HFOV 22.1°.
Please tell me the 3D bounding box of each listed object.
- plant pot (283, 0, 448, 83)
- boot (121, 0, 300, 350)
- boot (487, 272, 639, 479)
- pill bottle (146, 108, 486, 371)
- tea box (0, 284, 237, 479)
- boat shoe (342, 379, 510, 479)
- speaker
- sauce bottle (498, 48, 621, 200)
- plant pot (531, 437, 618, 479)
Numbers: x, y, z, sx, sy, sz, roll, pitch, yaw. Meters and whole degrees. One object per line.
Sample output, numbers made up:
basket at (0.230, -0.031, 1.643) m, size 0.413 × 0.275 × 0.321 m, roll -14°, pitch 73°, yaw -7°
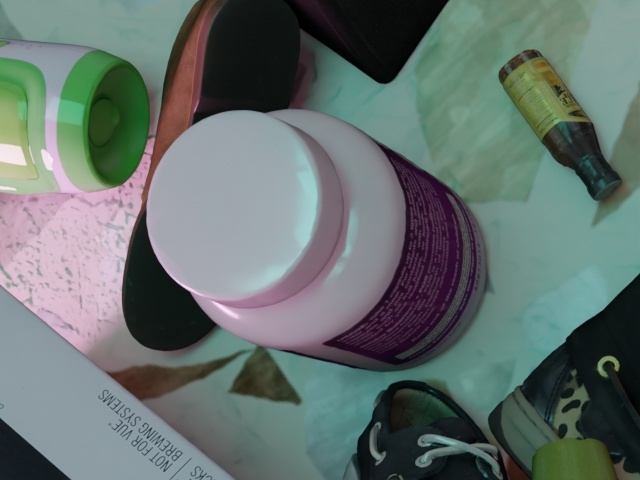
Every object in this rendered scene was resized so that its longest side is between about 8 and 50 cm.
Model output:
plant pot at (0.011, -0.265, 1.289) m, size 0.187 × 0.167 × 0.188 m, roll 37°, pitch 95°, yaw 23°
boot at (-0.098, -0.061, 1.351) m, size 0.115 × 0.112 × 0.305 m, roll 32°, pitch 107°, yaw 62°
boot at (0.330, 0.133, 1.107) m, size 0.377 × 0.138 × 0.284 m, roll 40°, pitch 99°, yaw 30°
pill bottle at (0.000, 0.000, 1.172) m, size 0.169 × 0.301 × 0.169 m, roll -4°, pitch 79°, yaw 21°
tea box at (-0.230, 0.264, 1.211) m, size 0.329 × 0.220 × 0.323 m, roll 37°, pitch 71°, yaw 24°
boat shoe at (0.077, 0.163, 1.126) m, size 0.114 × 0.302 × 0.091 m, roll 19°, pitch 94°, yaw -14°
speaker at (-0.301, -0.113, 1.412) m, size 0.296 × 0.131 × 0.131 m, roll 7°, pitch 84°, yaw 23°
sauce bottle at (0.186, -0.088, 1.255) m, size 0.042 × 0.042 × 0.128 m, roll -37°, pitch 72°, yaw 12°
plant pot at (0.169, 0.175, 1.075) m, size 0.083 × 0.083 × 0.079 m, roll -17°, pitch 57°, yaw 19°
